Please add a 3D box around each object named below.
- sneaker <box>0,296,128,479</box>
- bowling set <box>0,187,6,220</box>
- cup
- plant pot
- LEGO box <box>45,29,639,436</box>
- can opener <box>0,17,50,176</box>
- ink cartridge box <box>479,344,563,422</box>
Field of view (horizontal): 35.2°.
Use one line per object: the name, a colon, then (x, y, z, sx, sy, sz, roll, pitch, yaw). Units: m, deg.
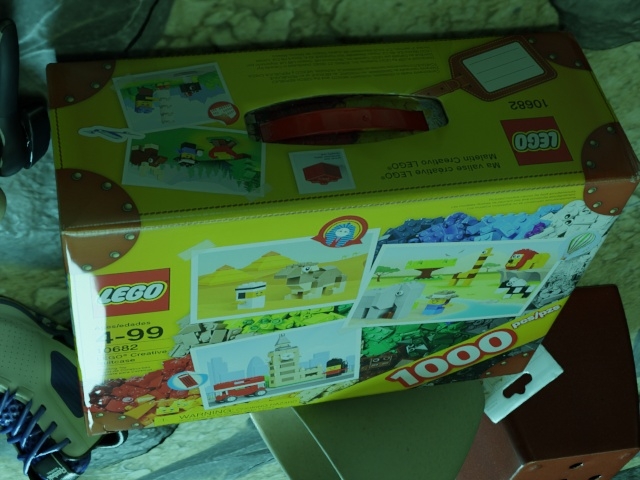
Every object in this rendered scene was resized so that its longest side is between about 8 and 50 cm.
sneaker: (-0.335, 0.184, 1.157, 0.315, 0.182, 0.127, 20, 131, -41)
bowling set: (-0.382, -0.102, 0.794, 0.154, 0.200, 0.287, -45, 160, -31)
cup: (0.069, 0.219, 1.297, 0.237, 0.331, 0.331, -32, 150, -18)
plant pot: (0.303, 0.242, 1.450, 0.267, 0.236, 0.267, -3, 145, -17)
LEGO box: (0.000, 0.000, 1.014, 0.500, 0.193, 0.372, -6, 146, -13)
can opener: (-0.277, -0.124, 0.861, 0.059, 0.073, 0.186, 24, 142, 12)
ink cartridge box: (0.220, 0.125, 1.303, 0.045, 0.179, 0.145, -25, 162, -47)
